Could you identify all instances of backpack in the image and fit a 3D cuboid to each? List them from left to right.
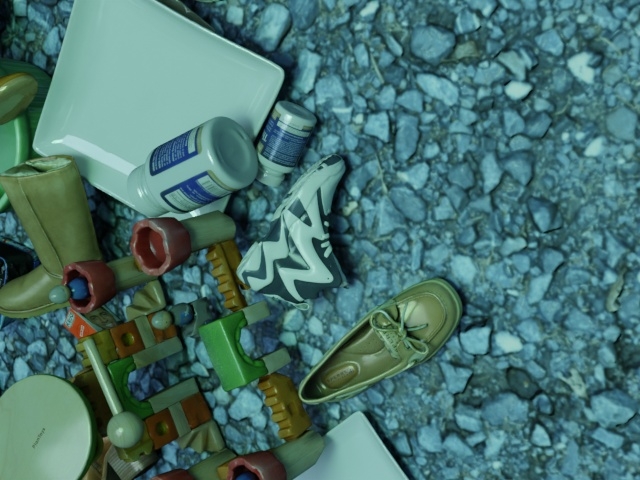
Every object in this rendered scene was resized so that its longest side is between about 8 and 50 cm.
[{"bbox_3d":[-0.619,0.093,1.672,0.158,0.117,0.173,17,106,27],"label":"backpack"}]

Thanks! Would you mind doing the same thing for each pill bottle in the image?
[{"bbox_3d":[-0.197,-0.103,1.328,0.187,0.112,0.111,-20,88,32],"label":"pill bottle"},{"bbox_3d":[-0.059,-0.144,1.337,0.067,0.067,0.120,36,114,21],"label":"pill bottle"}]

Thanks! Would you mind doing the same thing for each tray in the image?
[{"bbox_3d":[0.018,0.389,1.401,0.270,0.030,0.145,-41,78,28],"label":"tray"}]

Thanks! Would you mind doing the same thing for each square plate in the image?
[{"bbox_3d":[-0.261,-0.206,1.397,0.344,0.049,0.347,30,120,4],"label":"square plate"}]

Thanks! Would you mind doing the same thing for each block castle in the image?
[{"bbox_3d":[-0.222,0.203,1.374,0.303,0.213,0.453,-24,88,42],"label":"block castle"}]

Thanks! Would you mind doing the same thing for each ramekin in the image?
[{"bbox_3d":[-0.590,-0.189,1.591,0.304,0.148,0.303,5,100,30],"label":"ramekin"}]

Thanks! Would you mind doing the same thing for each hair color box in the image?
[{"bbox_3d":[-0.381,0.169,1.573,0.141,0.072,0.043,36,115,20],"label":"hair color box"}]

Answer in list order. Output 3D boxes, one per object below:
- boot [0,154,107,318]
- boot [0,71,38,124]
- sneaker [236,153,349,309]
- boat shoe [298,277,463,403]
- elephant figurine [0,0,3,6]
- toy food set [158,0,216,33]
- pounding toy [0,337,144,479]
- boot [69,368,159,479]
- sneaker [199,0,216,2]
[{"bbox_3d":[-0.486,-0.006,1.511,0.236,0.089,0.269,-12,125,3],"label":"boot"},{"bbox_3d":[-0.589,-0.273,1.429,0.295,0.104,0.211,-25,85,35],"label":"boot"},{"bbox_3d":[0.000,0.000,1.321,0.153,0.094,0.235,36,84,-12],"label":"sneaker"},{"bbox_3d":[0.086,0.159,1.288,0.285,0.089,0.104,-43,75,28],"label":"boat shoe"},{"bbox_3d":[-0.653,-0.470,1.591,0.186,0.169,0.239,0,82,2],"label":"elephant figurine"},{"bbox_3d":[-0.247,-0.293,1.430,0.128,0.071,0.217,32,117,-4],"label":"toy food set"},{"bbox_3d":[-0.373,0.279,1.331,0.237,0.110,0.182,-34,72,11],"label":"pounding toy"},{"bbox_3d":[-0.445,0.386,1.622,0.283,0.109,0.220,-45,77,26],"label":"boot"},{"bbox_3d":[-0.243,-0.426,1.366,0.283,0.122,0.110,5,100,29],"label":"sneaker"}]
